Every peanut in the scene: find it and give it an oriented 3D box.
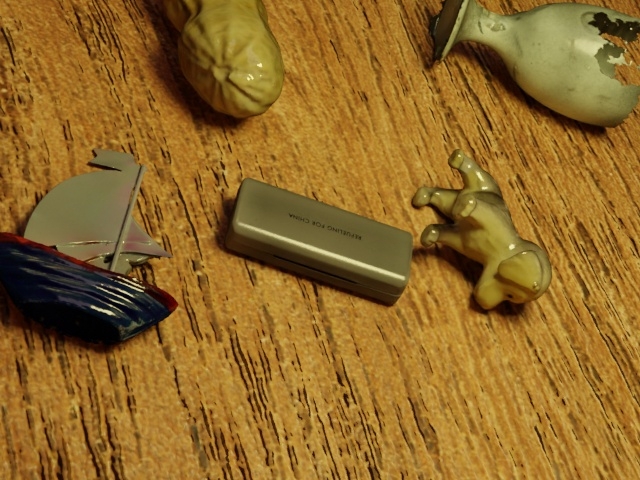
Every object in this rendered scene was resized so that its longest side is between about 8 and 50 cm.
[{"bbox_3d":[-0.140,-0.296,1.631,0.147,0.147,0.305,2,49,-23],"label":"peanut"}]

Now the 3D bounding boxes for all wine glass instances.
[{"bbox_3d":[0.357,-0.308,1.837,0.357,0.190,0.190,18,47,-3],"label":"wine glass"}]

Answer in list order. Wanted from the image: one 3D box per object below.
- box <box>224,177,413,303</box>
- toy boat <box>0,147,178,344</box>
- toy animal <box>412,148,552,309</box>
[{"bbox_3d":[0.000,0.000,1.501,0.244,0.055,0.103,18,47,-9],"label":"box"},{"bbox_3d":[-0.289,-0.012,1.377,0.219,0.072,0.318,3,48,-26],"label":"toy boat"},{"bbox_3d":[0.219,-0.013,1.575,0.169,0.121,0.233,21,35,-30],"label":"toy animal"}]
